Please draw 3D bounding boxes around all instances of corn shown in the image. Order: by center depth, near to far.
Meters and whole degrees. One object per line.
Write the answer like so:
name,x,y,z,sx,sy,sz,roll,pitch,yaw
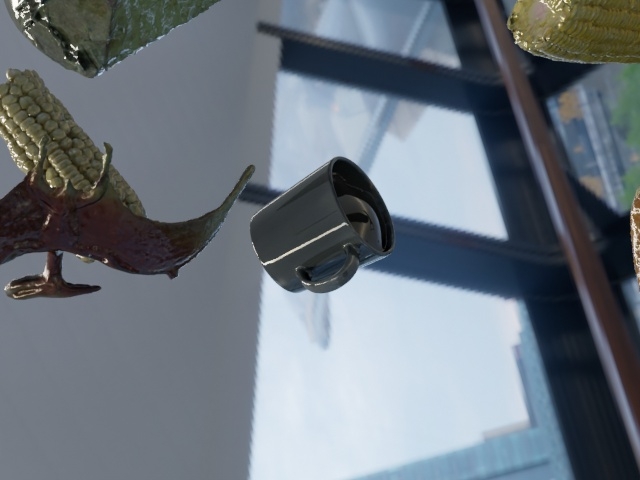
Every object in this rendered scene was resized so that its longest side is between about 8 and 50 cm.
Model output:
corn,0.212,-0.169,0.876,0.165,0.085,0.063,-5,-112,-41
corn,-0.260,-0.071,1.186,0.211,0.087,0.087,51,-172,9

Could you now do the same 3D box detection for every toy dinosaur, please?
toy dinosaur,-0.225,-0.038,1.073,0.206,0.327,0.112,74,-177,-51

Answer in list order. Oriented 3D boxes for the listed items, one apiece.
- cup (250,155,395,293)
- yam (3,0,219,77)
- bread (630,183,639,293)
cup,0.000,0.000,0.830,0.078,0.077,0.100,44,-151,-32
yam,-0.152,-0.291,0.831,0.201,0.202,0.271,47,153,13
bread,0.460,0.011,1.282,0.111,0.234,0.184,-13,-88,-43
